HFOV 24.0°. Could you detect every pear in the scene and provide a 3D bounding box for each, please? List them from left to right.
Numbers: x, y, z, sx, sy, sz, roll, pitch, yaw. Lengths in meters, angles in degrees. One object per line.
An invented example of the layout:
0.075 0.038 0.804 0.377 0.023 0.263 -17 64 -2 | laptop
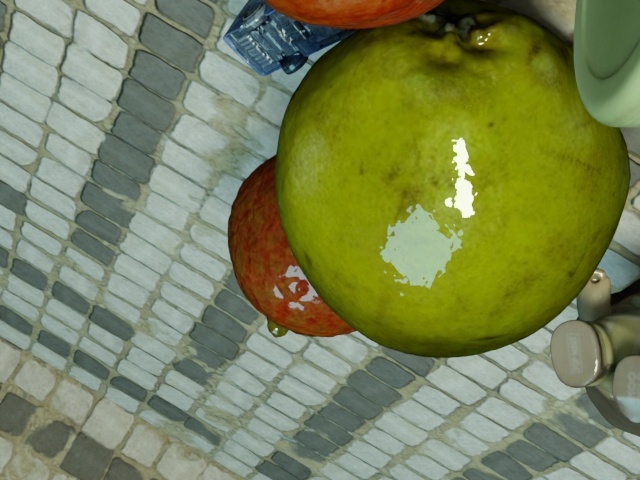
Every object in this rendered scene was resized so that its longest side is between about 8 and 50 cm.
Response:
0.129 -0.051 1.489 0.352 0.352 0.413 21 149 15 | pear

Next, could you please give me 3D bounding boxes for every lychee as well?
0.000 0.000 1.804 0.255 0.255 0.300 38 121 -16 | lychee

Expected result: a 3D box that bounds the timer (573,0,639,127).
0.383 -0.204 1.132 0.315 0.291 0.291 10 153 -6 | timer

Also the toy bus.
0.000 -0.243 1.558 0.079 0.094 0.236 48 146 -19 | toy bus

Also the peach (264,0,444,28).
0.051 -0.293 1.301 0.256 0.232 0.232 3 145 18 | peach

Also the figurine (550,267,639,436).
0.370 0.127 1.609 0.248 0.203 0.380 0 178 30 | figurine
